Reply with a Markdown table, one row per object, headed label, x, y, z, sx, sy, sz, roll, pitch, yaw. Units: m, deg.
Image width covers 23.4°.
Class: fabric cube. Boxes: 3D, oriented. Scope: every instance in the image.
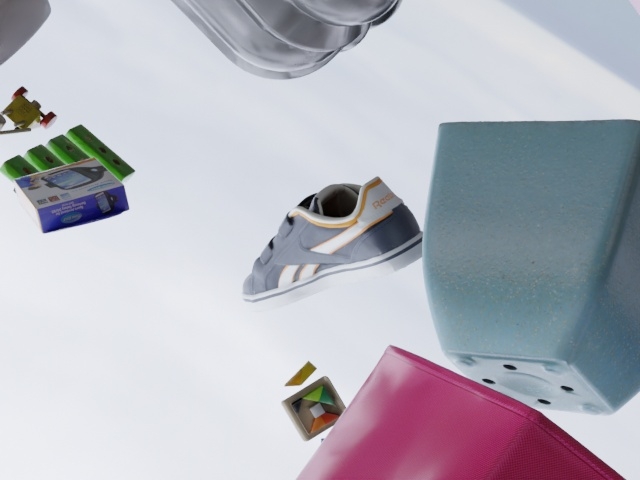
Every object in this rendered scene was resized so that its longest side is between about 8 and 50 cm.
| label | x | y | z | sx | sy | sz | roll | pitch | yaw |
| --- | --- | --- | --- | --- | --- | --- | --- | --- | --- |
| fabric cube | 0.109 | 0.264 | 1.074 | 0.259 | 0.258 | 0.254 | 38 | 172 | -19 |

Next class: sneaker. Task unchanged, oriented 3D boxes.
| label | x | y | z | sx | sy | sz | roll | pitch | yaw |
| --- | --- | --- | --- | --- | --- | --- | --- | --- | --- |
| sneaker | 0.000 | 0.000 | 2.026 | 0.126 | 0.321 | 0.127 | -36 | -79 | -46 |

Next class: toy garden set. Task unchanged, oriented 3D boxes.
| label | x | y | z | sx | sy | sz | roll | pitch | yaw |
| --- | --- | --- | --- | --- | --- | --- | --- | --- | --- |
| toy garden set | -0.392 | -0.117 | 2.153 | 0.204 | 0.049 | 0.244 | 40 | -157 | 2 |

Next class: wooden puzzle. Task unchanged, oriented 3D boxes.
| label | x | y | z | sx | sy | sz | roll | pitch | yaw |
| --- | --- | --- | --- | --- | --- | --- | --- | --- | --- |
| wooden puzzle | -0.007 | 0.222 | 2.035 | 0.116 | 0.078 | 0.014 | 53 | -178 | -16 |

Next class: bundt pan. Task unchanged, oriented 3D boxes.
| label | x | y | z | sx | sy | sz | roll | pitch | yaw |
| --- | --- | --- | --- | --- | --- | --- | --- | --- | --- |
| bundt pan | 0.044 | -0.236 | 1.154 | 0.124 | 0.330 | 0.331 | 53 | -170 | -4 |

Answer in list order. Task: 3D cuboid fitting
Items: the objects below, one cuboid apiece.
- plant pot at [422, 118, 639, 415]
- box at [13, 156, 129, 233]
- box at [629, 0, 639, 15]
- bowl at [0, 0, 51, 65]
| label | x | y | z | sx | sy | sz | roll | pitch | yaw |
| --- | --- | --- | --- | --- | --- | --- | --- | --- | --- |
| plant pot | 0.248 | 0.042 | 1.634 | 0.247 | 0.252 | 0.247 | 2 | 153 | 34 |
| box | -0.224 | -0.040 | 1.388 | 0.081 | 0.028 | 0.136 | -17 | -162 | -17 |
| box | 0.458 | -0.311 | 1.679 | 0.214 | 0.243 | 0.117 | 59 | -174 | 12 |
| bowl | -0.295 | -0.182 | 1.205 | 0.142 | 0.053 | 0.142 | 9 | -144 | 15 |
